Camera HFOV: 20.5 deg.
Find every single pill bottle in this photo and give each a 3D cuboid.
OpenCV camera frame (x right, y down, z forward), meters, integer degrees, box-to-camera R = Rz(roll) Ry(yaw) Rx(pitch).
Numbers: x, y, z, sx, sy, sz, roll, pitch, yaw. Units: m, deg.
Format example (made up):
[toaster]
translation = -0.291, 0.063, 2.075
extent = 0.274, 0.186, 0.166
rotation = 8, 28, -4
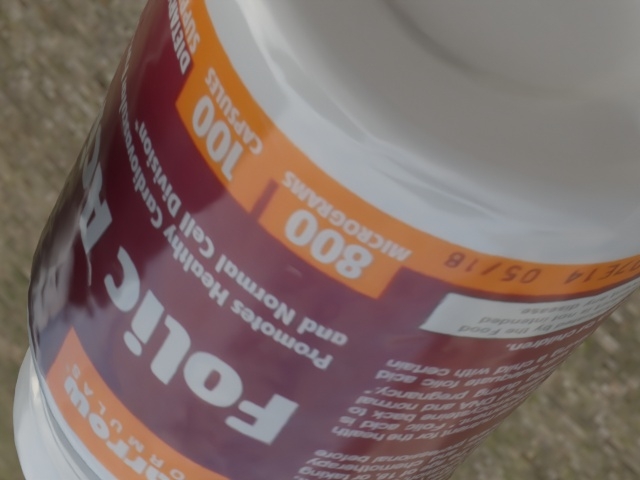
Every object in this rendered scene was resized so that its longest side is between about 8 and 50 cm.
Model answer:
[pill bottle]
translation = 0.000, 0.000, 0.766
extent = 0.224, 0.224, 0.392
rotation = 43, 142, 7
